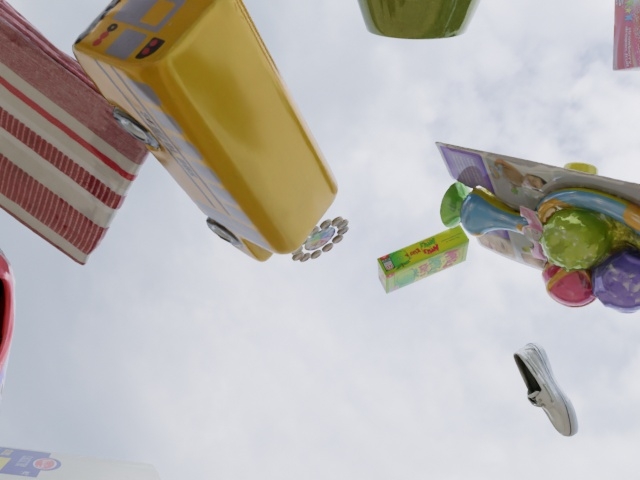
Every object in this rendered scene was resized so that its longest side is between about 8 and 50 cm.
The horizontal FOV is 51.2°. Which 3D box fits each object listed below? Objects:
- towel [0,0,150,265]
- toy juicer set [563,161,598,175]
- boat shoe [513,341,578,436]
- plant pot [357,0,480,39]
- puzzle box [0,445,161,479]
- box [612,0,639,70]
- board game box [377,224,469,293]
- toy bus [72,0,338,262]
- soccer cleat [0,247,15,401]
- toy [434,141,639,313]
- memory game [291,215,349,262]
[{"bbox_3d":[-0.352,-0.117,0.863,0.237,0.037,0.329,39,-44,-7],"label":"towel"},{"bbox_3d":[0.441,-0.051,1.199,0.209,0.329,0.089,6,-99,44],"label":"toy juicer set"},{"bbox_3d":[0.509,0.351,1.541,0.226,0.076,0.083,67,-23,16],"label":"boat shoe"},{"bbox_3d":[0.131,-0.416,0.844,0.275,0.275,0.293,15,-58,28],"label":"plant pot"},{"bbox_3d":[-0.241,0.196,0.471,0.272,0.052,0.409,12,-13,-15],"label":"puzzle box"},{"bbox_3d":[0.464,-0.352,0.859,0.123,0.128,0.256,-3,-79,0],"label":"box"},{"bbox_3d":[0.206,0.039,1.347,0.092,0.182,0.043,77,-10,-61],"label":"board game box"},{"bbox_3d":[-0.081,-0.090,0.623,0.130,0.108,0.332,25,-19,32],"label":"toy bus"},{"bbox_3d":[-0.423,0.160,0.791,0.116,0.109,0.317,20,-79,53],"label":"soccer cleat"},{"bbox_3d":[0.185,0.009,0.498,0.237,0.056,0.136,28,-22,46],"label":"toy"},{"bbox_3d":[0.000,0.000,1.803,0.012,0.186,0.186,55,-46,23],"label":"memory game"}]
